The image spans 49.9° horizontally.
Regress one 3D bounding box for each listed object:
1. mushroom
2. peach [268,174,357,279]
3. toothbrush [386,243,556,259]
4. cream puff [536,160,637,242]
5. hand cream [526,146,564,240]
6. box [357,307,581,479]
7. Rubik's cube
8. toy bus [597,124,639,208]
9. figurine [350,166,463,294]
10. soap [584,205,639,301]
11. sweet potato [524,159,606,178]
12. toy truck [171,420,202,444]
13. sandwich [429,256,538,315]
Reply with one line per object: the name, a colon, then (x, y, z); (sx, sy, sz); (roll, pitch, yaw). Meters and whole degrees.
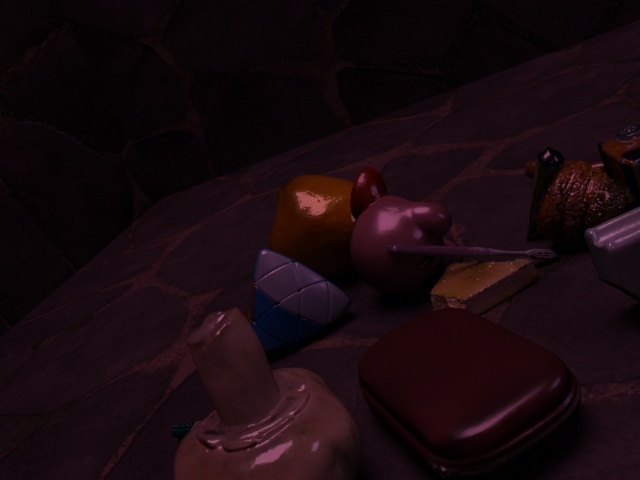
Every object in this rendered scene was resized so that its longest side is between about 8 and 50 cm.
mushroom: (-0.106, 0.276, 1.043); (0.314, 0.336, 0.314); (-25, 10, 5)
peach: (0.021, -0.030, 1.821); (0.307, 0.289, 0.289); (14, 28, 8)
toothbrush: (0.316, 0.025, 1.438); (0.353, 0.024, 0.029); (2, 1, 1)
cream puff: (0.559, -0.058, 1.415); (0.183, 0.183, 0.169); (-35, 47, -28)
hand cream: (0.491, -0.103, 1.502); (0.086, 0.235, 0.055); (-32, 49, -25)
box: (0.219, 0.231, 1.093); (0.263, 0.108, 0.404); (-29, 19, -11)
Rubik's cube: (-0.041, 0.152, 1.638); (0.254, 0.254, 0.254); (-22, 19, 8)
toy bus: (0.779, -0.184, 1.434); (0.323, 0.162, 0.194); (-23, 19, 12)
figurine: (0.162, 0.013, 1.576); (0.261, 0.270, 0.211); (29, 67, 39)
soap: (0.599, 0.009, 1.112); (0.289, 0.173, 0.095); (-24, 19, 2)
sweet potato: (0.642, -0.174, 1.733); (0.067, 0.059, 0.281); (-11, 12, -28)
toy truck: (-0.260, 0.386, 1.386); (0.083, 0.044, 0.039); (-13, 25, 32)
sandwich: (0.323, 0.103, 1.399); (0.193, 0.058, 0.162); (-7, 28, 39)
